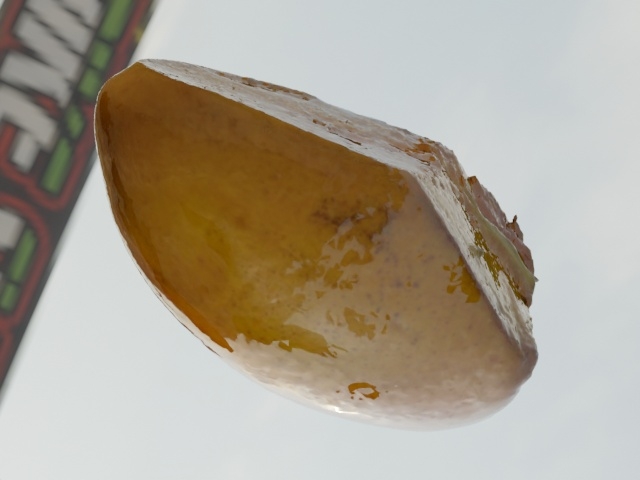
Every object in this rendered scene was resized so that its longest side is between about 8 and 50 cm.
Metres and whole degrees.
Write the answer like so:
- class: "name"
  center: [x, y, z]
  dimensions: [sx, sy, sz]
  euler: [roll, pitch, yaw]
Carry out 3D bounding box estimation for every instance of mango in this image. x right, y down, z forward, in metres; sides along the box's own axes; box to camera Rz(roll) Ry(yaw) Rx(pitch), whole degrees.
- class: "mango"
  center: [0.000, 0.000, 1.250]
  dimensions: [0.201, 0.350, 0.199]
  euler: [-10, -127, 63]
